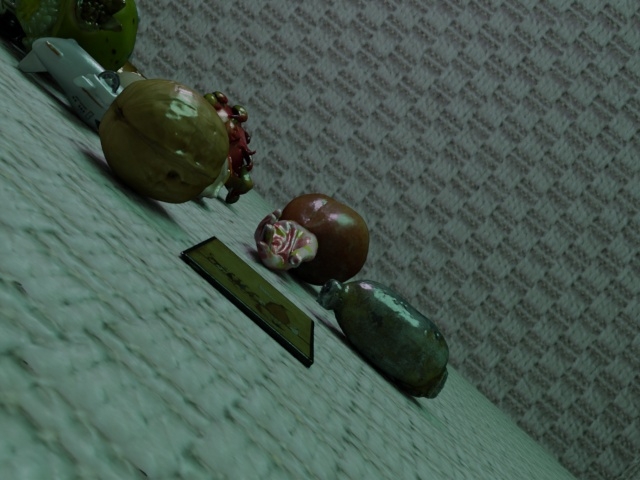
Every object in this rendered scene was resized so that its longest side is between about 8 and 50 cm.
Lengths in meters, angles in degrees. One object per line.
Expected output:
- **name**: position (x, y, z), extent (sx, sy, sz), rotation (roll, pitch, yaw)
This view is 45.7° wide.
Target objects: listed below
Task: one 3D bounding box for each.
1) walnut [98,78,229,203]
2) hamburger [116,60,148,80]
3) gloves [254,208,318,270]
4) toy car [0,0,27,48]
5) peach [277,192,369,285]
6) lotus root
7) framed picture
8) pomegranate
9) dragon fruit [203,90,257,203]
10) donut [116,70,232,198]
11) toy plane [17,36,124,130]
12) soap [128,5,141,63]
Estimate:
- **walnut**: position (-0.257, -0.164, 1.277), extent (0.221, 0.195, 0.195), rotation (38, 4, -42)
- **hamburger**: position (-0.526, -0.407, 2.030), extent (0.265, 0.134, 0.285), rotation (41, 4, 29)
- **gloves**: position (-0.093, 0.010, 1.748), extent (0.241, 0.126, 0.145), rotation (-14, 74, -59)
- **toy car**: position (-0.707, -0.557, 1.716), extent (0.198, 0.204, 0.248), rotation (17, -5, 15)
- **peach**: position (0.000, 0.000, 1.971), extent (0.252, 0.252, 0.252), rotation (41, 3, -2)
- **lotus root**: position (0.147, 0.195, 1.673), extent (0.349, 0.175, 0.175), rotation (42, 3, -7)
- **framed picture**: position (-0.108, 0.089, 1.274), extent (0.255, 0.014, 0.339), rotation (41, 3, -2)
- **pomegranate**: position (-0.501, -0.460, 1.604), extent (0.260, 0.260, 0.340), rotation (40, -12, -35)
- **dragon fruit**: position (-0.289, -0.270, 2.160), extent (0.227, 0.243, 0.307), rotation (-7, -27, 38)
- **donut**: position (-0.364, -0.252, 1.770), extent (0.382, 0.142, 0.382), rotation (40, 4, -3)
- **toy plane**: position (-0.463, -0.301, 1.490), extent (0.244, 0.117, 0.245), rotation (40, -8, 7)
- **soap**: position (-0.660, -0.613, 2.033), extent (0.156, 0.261, 0.446), rotation (42, 1, 28)
